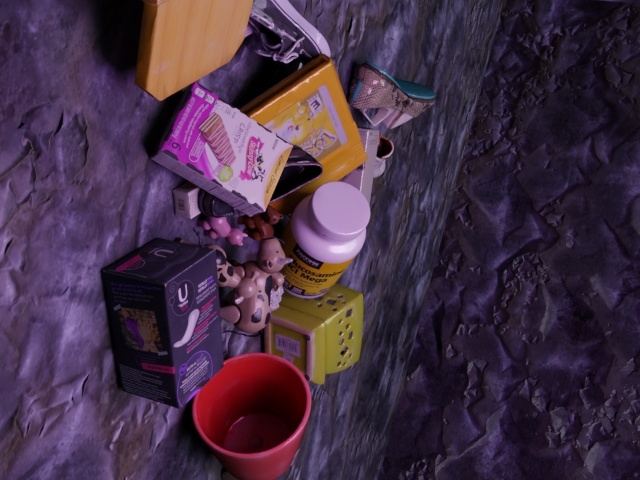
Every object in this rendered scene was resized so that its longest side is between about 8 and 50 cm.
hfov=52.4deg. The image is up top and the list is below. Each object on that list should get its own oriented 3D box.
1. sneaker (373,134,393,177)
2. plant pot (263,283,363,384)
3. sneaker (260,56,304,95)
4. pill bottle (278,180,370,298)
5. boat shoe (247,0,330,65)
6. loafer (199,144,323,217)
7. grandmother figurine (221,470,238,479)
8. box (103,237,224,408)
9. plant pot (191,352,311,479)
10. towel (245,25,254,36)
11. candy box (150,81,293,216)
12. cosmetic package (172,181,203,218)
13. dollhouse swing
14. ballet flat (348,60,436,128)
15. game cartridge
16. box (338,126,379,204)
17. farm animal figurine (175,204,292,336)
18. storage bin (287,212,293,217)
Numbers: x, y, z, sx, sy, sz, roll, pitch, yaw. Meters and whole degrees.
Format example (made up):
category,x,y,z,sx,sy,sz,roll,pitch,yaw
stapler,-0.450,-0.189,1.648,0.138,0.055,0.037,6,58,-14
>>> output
category,x,y,z,sx,sy,sz,roll,pitch,yaw
sneaker,0.189,-0.275,2.145,0.290,0.123,0.106,36,67,-66
plant pot,-0.032,0.249,1.790,0.207,0.228,0.227,-31,129,-50
sneaker,-0.101,-0.390,1.506,0.217,0.079,0.121,-65,151,-43
pill bottle,0.000,0.000,1.611,0.188,0.187,0.334,-62,-178,-32
boat shoe,-0.084,-0.435,1.377,0.306,0.113,0.105,36,77,-59
loafer,-0.117,-0.125,1.380,0.302,0.095,0.109,-32,135,-39
grandmother figurine,-0.147,0.518,1.813,0.208,0.104,0.342,-52,180,39
box,-0.292,0.155,1.245,0.165,0.143,0.271,-41,137,-56
plant pot,-0.159,0.448,1.577,0.243,0.274,0.275,91,24,-48
towel,-0.200,-0.480,1.282,0.285,0.034,0.209,-49,143,-48
candy box,-0.187,-0.172,1.259,0.233,0.071,0.159,30,68,-26
cosmetic package,-0.252,-0.095,1.342,0.115,0.041,0.060,-41,138,-54
dollhouse swing,-0.264,-0.471,1.066,0.305,0.315,0.347,-47,-178,43
ballet flat,0.220,-0.456,2.127,0.482,0.164,0.182,-6,128,-60
game cartridge,-0.047,-0.226,1.512,0.285,0.053,0.324,-35,138,-6
box,0.098,-0.209,1.988,0.094,0.113,0.275,-18,116,-63
farm animal figurine,-0.162,0.074,1.461,0.330,0.172,0.327,-39,136,-55
storage bin,-0.060,-0.137,1.707,0.091,0.098,0.135,-93,176,-52
